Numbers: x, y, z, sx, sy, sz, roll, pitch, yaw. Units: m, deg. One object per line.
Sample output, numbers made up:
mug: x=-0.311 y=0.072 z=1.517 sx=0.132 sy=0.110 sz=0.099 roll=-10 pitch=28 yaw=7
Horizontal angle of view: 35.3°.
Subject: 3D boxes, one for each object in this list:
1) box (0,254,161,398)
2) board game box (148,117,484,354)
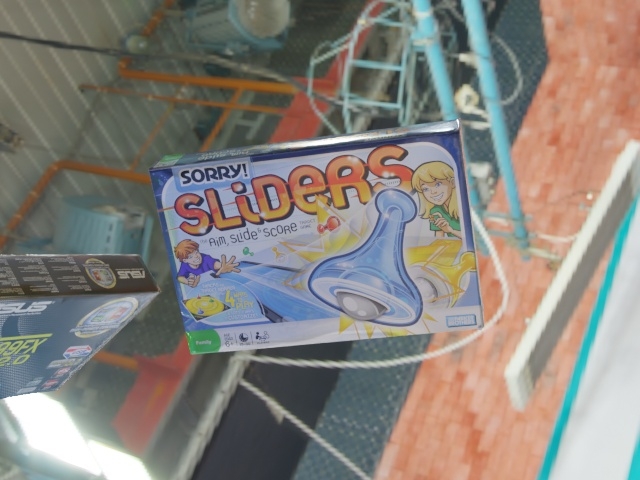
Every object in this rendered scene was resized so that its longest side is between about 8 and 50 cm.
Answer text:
box: x=-0.342 y=0.102 z=1.129 sx=0.216 sy=0.060 sz=0.270 roll=-41 pitch=-20 yaw=23
board game box: x=0.000 y=0.000 z=0.663 sx=0.035 sy=0.201 sz=0.136 roll=-69 pitch=-29 yaw=-68
